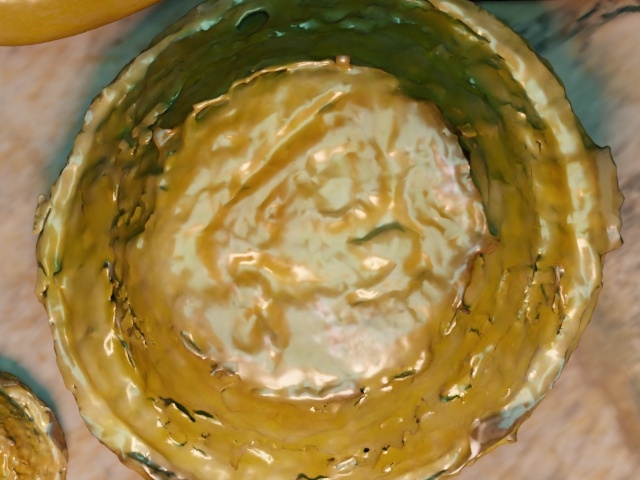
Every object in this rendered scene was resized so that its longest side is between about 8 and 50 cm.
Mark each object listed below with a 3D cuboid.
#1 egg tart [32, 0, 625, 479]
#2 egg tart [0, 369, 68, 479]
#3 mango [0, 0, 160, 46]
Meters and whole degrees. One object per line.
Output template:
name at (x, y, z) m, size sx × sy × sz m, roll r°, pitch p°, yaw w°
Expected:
egg tart at (-0.001, 0.001, 1.025) m, size 0.341 × 0.132 × 0.341 m, roll 0°, pitch 86°, yaw 1°
egg tart at (-0.208, 0.130, 1.043) m, size 0.129 × 0.049 × 0.128 m, roll 0°, pitch 85°, yaw -4°
mango at (-0.139, -0.198, 1.060) m, size 0.251 × 0.114 × 0.156 m, roll -14°, pitch 74°, yaw -17°
